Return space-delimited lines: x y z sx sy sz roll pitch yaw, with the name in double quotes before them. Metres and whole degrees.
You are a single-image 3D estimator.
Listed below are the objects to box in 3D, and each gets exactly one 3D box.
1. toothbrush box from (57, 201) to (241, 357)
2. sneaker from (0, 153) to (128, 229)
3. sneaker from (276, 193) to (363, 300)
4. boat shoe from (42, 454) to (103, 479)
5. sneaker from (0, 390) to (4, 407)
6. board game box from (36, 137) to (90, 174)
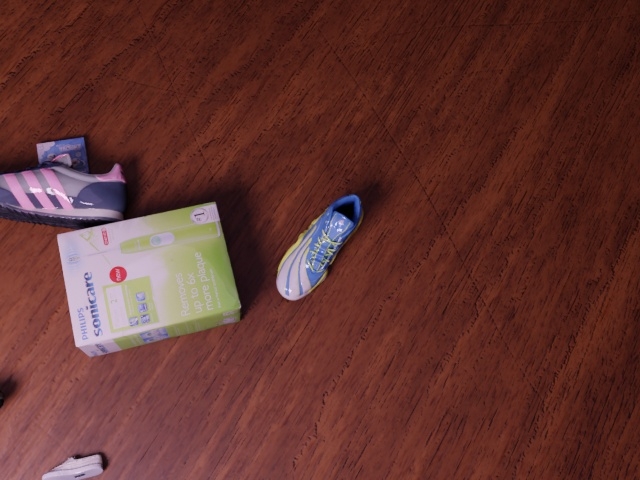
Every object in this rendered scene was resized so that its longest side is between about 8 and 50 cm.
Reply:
"toothbrush box" -0.301 0.070 1.250 0.283 0.122 0.206 -12 74 -9
"sneaker" -0.517 -0.100 1.286 0.319 0.112 0.131 9 75 -13
"sneaker" 0.000 0.000 1.307 0.091 0.126 0.240 33 71 5
"boat shoe" -0.420 0.386 1.180 0.100 0.035 0.035 -13 47 -7
"sneaker" -0.617 0.337 1.143 0.227 0.087 0.130 -26 79 -11
"board game box" -0.498 -0.151 1.350 0.090 0.020 0.090 -11 73 -11
